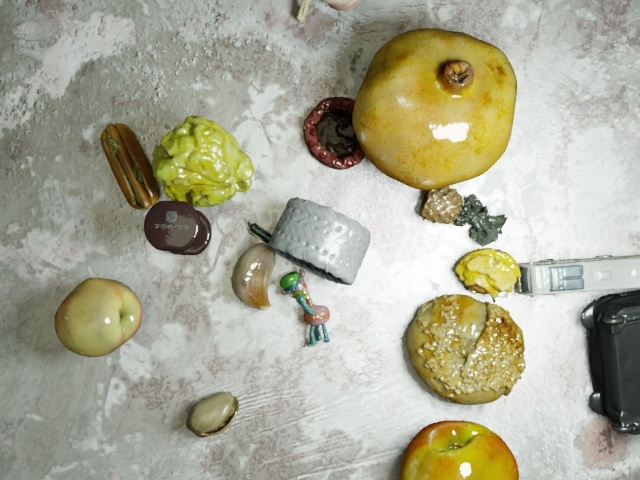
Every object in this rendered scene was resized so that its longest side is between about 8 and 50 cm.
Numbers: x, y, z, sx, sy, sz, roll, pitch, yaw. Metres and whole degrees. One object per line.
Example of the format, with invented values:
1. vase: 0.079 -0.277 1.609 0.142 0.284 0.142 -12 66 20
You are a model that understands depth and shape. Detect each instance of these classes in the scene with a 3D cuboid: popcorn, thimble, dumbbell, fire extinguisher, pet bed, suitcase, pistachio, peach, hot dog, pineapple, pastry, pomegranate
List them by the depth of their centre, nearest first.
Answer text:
1. pomegranate: 0.285 -0.332 1.742 0.417 0.416 0.416 0 89 0
2. peach: 0.345 0.622 1.778 0.308 0.308 0.332 -7 105 0
3. popcorn: -0.306 -0.194 1.806 0.242 0.250 0.234 -26 81 -2
4. suitcase: 0.862 0.298 1.811 0.340 0.188 0.345 -9 96 -2
5. dumbbell: -0.361 -0.029 1.813 0.141 0.225 0.123 1 86 -1
6. thimble: 0.000 0.000 1.822 0.246 0.217 0.157 23 81 11
7. peach: -0.587 0.195 1.822 0.233 0.232 0.232 0 89 0
8. pastry: 0.383 0.285 1.827 0.316 0.184 0.284 30 90 0
9. popcorn: 0.439 0.082 1.846 0.148 0.167 0.152 31 71 -35
10. pistachio: -0.284 0.459 1.871 0.149 0.113 0.113 -34 89 -16
11. pineapple: 0.381 -0.069 1.879 0.237 0.119 0.111 20 45 -4
12. hot dog: -0.511 -0.198 1.896 0.100 0.068 0.249 -26 89 1
13. pet bed: 0.049 -0.292 1.905 0.201 0.053 0.201 0 84 -1
14. fire extinguisher: -0.168 -0.022 1.914 0.083 0.025 0.038 36 112 1

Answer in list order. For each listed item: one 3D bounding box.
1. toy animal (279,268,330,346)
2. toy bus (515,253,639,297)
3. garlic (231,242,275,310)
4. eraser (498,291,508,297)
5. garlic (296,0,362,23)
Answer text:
1. toy animal: -0.036 0.179 1.872 0.100 0.103 0.208 -22 92 9
2. toy bus: 0.692 0.093 1.853 0.343 0.138 0.097 -4 91 -2
3. garlic: -0.165 0.079 1.892 0.129 0.090 0.198 20 82 -15
4. eraser: 0.494 0.111 1.911 0.038 0.019 0.083 11 89 2
5. garlic: 0.006 -0.678 1.856 0.245 0.245 0.253 45 122 1
